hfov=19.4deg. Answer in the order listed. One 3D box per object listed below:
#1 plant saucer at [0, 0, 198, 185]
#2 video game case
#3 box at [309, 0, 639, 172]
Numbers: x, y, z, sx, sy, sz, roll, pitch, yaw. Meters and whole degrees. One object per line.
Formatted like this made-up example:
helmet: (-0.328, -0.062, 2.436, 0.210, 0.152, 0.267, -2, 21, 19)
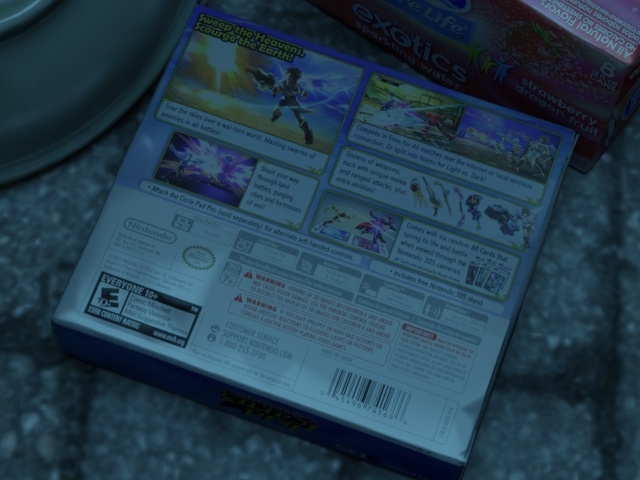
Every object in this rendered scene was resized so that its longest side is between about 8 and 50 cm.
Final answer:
plant saucer: (-0.246, -0.225, 1.161, 0.401, 0.100, 0.400, -1, 93, -20)
video game case: (0.000, 0.000, 1.197, 0.270, 0.061, 0.244, 19, 66, 6)
box: (0.103, -0.203, 1.249, 0.300, 0.154, 0.142, 34, 67, 11)
